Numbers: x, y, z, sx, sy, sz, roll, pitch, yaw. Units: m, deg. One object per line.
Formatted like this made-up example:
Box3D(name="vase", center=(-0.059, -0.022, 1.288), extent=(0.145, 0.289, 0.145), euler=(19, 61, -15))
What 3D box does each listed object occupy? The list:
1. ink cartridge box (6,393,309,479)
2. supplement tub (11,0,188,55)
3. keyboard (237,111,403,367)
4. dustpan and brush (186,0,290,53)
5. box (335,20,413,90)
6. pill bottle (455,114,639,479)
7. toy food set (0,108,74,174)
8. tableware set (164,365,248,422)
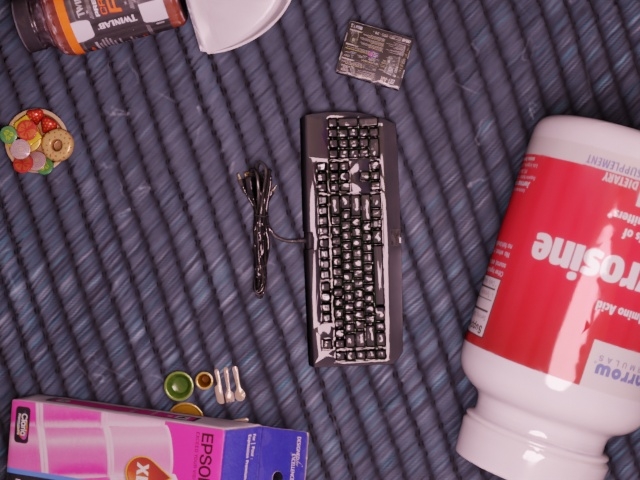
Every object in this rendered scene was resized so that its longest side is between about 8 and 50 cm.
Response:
Box3D(name="ink cartridge box", center=(-0.203, 0.295, 1.354), extent=(0.371, 0.069, 0.175), euler=(5, 91, 14))
Box3D(name="supplement tub", center=(-0.267, -0.286, 1.363), extent=(0.198, 0.106, 0.106), euler=(-16, 91, 1))
Box3D(name="keyboard", center=(0.000, 0.000, 1.404), extent=(0.201, 0.033, 0.317), euler=(-2, 91, 1))
Box3D(name="dustpan and brush", center=(-0.061, -0.326, 1.389), extent=(0.211, 0.060, 0.147), euler=(-14, 102, 8))
Box3D(name="box", center=(0.067, -0.230, 1.402), extent=(0.083, 0.018, 0.067), euler=(15, 92, 0))
Box3D(name="pill bottle", center=(0.299, 0.078, 1.303), extent=(0.229, 0.229, 0.407), euler=(18, 92, 0))
Box3D(name="toy food set", center=(-0.356, -0.123, 1.410), extent=(0.082, 0.020, 0.083), euler=(-36, 91, 2))
Box3D(name="tableware set", center=(-0.141, 0.236, 1.415), extent=(0.104, 0.024, 0.154), euler=(-9, 92, 1))
